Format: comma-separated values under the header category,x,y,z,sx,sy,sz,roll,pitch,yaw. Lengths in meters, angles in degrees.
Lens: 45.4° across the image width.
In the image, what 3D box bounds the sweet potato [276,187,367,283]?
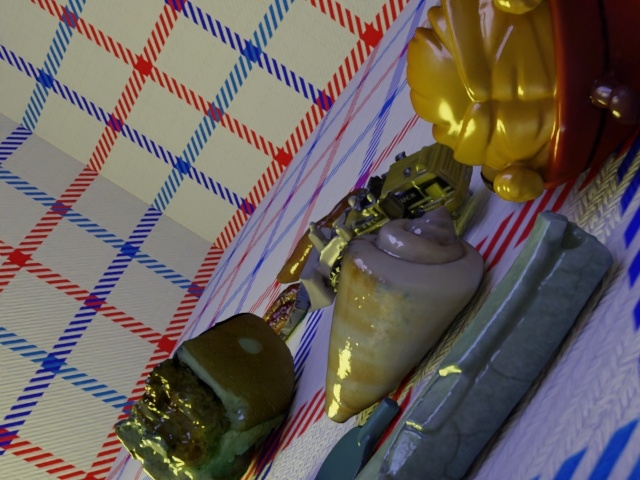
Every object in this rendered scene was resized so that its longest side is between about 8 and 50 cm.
category,x,y,z,sx,sy,sz,roll,pitch,yaw
sweet potato,-0.001,-0.001,1.453,0.255,0.058,0.078,-50,-9,17

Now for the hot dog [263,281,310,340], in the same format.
category,x,y,z,sx,sy,sz,roll,pitch,yaw
hot dog,-0.081,0.152,1.369,0.192,0.053,0.099,-52,8,16

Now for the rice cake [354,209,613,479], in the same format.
category,x,y,z,sx,sy,sz,roll,pitch,yaw
rice cake,0.098,0.129,0.574,0.336,0.063,0.066,-58,0,7

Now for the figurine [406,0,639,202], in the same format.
category,x,y,z,sx,sy,sz,roll,pitch,yaw
figurine,0.191,-0.173,0.667,0.323,0.196,0.320,-57,-37,-51

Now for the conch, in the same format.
category,x,y,z,sx,sy,sz,roll,pitch,yaw
conch,0.055,0.068,0.770,0.255,0.127,0.158,-55,11,16

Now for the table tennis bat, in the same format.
category,x,y,z,sx,sy,sz,roll,pitch,yaw
table tennis bat,0.028,0.218,0.754,0.155,0.019,0.100,-57,10,12

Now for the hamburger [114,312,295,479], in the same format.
category,x,y,z,sx,sy,sz,roll,pitch,yaw
hamburger,-0.142,0.236,1.089,0.167,0.192,0.288,-46,-11,26

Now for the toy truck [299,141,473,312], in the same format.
category,x,y,z,sx,sy,sz,roll,pitch,yaw
toy truck,0.067,-0.016,0.929,0.286,0.111,0.136,-32,22,39
